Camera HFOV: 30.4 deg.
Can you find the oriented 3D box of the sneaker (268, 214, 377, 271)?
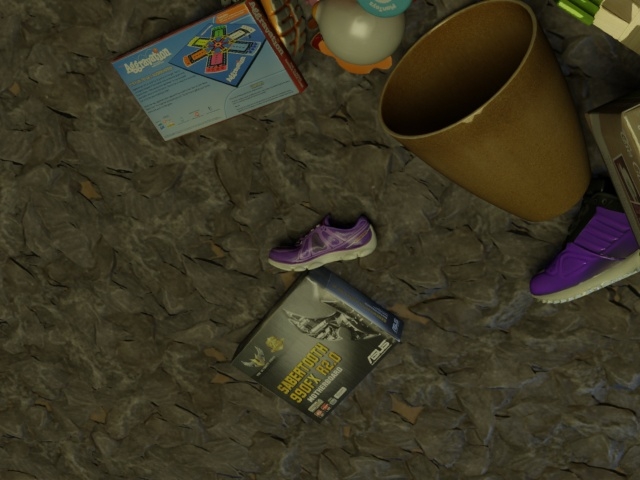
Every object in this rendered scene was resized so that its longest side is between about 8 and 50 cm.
[{"bbox_3d":[0.000,0.000,1.787,0.170,0.068,0.071,-14,102,11],"label":"sneaker"}]

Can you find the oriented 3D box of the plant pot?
[{"bbox_3d":[0.243,-0.144,1.552,0.237,0.237,0.254,-27,125,26],"label":"plant pot"}]

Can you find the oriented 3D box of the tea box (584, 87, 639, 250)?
[{"bbox_3d":[0.540,-0.068,1.408,0.324,0.220,0.329,-22,95,3],"label":"tea box"}]

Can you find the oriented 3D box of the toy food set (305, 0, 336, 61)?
[{"bbox_3d":[0.015,-0.306,1.613,0.078,0.019,0.122,17,131,3],"label":"toy food set"}]

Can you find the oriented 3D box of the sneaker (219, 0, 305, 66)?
[{"bbox_3d":[-0.090,-0.325,1.593,0.083,0.084,0.215,-20,106,27],"label":"sneaker"}]

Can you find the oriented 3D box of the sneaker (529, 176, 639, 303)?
[{"bbox_3d":[0.401,-0.015,1.660,0.293,0.102,0.146,-31,79,44],"label":"sneaker"}]

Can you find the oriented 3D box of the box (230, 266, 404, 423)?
[{"bbox_3d":[-0.006,0.165,1.881,0.183,0.056,0.231,35,122,-10],"label":"box"}]

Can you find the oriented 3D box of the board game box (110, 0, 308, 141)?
[{"bbox_3d":[-0.160,-0.233,1.641,0.281,0.027,0.145,-13,120,41],"label":"board game box"}]

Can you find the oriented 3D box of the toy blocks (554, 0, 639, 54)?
[{"bbox_3d":[0.346,-0.407,1.401,0.381,0.191,0.261,31,111,-7],"label":"toy blocks"}]

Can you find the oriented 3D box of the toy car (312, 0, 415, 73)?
[{"bbox_3d":[0.035,-0.309,1.498,0.210,0.219,0.238,14,133,4],"label":"toy car"}]
